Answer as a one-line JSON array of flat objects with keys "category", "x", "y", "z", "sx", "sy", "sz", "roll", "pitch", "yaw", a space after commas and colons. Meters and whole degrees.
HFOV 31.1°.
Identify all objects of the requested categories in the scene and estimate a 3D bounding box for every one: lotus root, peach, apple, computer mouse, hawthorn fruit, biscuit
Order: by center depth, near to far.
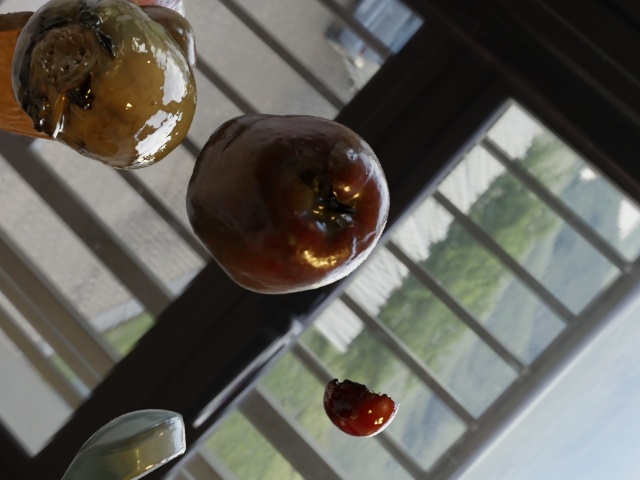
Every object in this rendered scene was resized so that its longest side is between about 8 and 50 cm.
[{"category": "lotus root", "x": -0.222, "y": -0.160, "z": 1.249, "sx": 0.183, "sy": 0.183, "sz": 0.310, "roll": -45, "pitch": 170, "yaw": -3}, {"category": "computer mouse", "x": -0.256, "y": 0.272, "z": 1.412, "sx": 0.231, "sy": 0.079, "sz": 0.128, "roll": -38, "pitch": 166, "yaw": 30}, {"category": "peach", "x": 0.047, "y": 0.215, "z": 1.453, "sx": 0.098, "sy": 0.098, "sz": 0.061, "roll": 85, "pitch": 19, "yaw": -70}, {"category": "hawthorn fruit", "x": -0.029, "y": -0.057, "z": 1.625, "sx": 0.268, "sy": 0.267, "sz": 0.301, "roll": -36, "pitch": -155, "yaw": -31}, {"category": "apple", "x": -0.261, "y": -0.292, "z": 1.769, "sx": 0.146, "sy": 0.131, "sz": 0.146, "roll": -9, "pitch": 111, "yaw": -25}, {"category": "biscuit", "x": -0.507, "y": -0.285, "z": 2.112, "sx": 0.365, "sy": 0.385, "sz": 0.062, "roll": 71, "pitch": 21, "yaw": -60}]

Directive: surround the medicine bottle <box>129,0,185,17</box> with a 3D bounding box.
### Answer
[{"category": "medicine bottle", "x": -0.309, "y": -0.459, "z": 1.998, "sx": 0.147, "sy": 0.147, "sz": 0.247, "roll": -43, "pitch": 159, "yaw": -10}]
